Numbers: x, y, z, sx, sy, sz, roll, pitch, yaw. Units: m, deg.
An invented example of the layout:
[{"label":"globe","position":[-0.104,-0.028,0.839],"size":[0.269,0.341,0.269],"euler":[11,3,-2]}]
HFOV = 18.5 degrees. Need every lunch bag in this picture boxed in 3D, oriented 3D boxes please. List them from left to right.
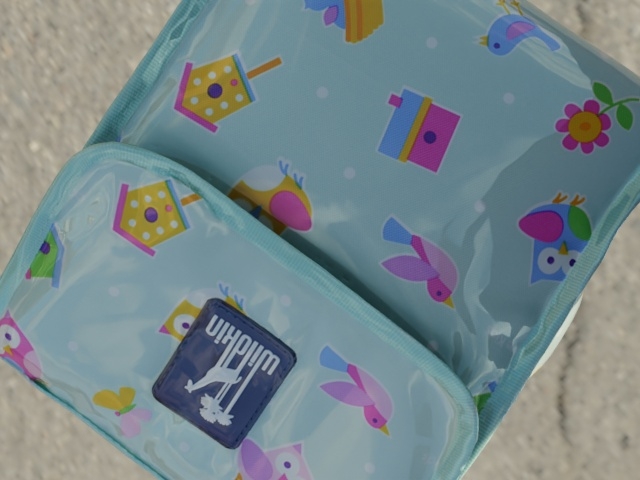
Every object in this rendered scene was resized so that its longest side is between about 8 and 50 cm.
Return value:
[{"label":"lunch bag","position":[0.000,0.000,0.872],"size":[0.223,0.160,0.262],"euler":[35,83,0]}]
